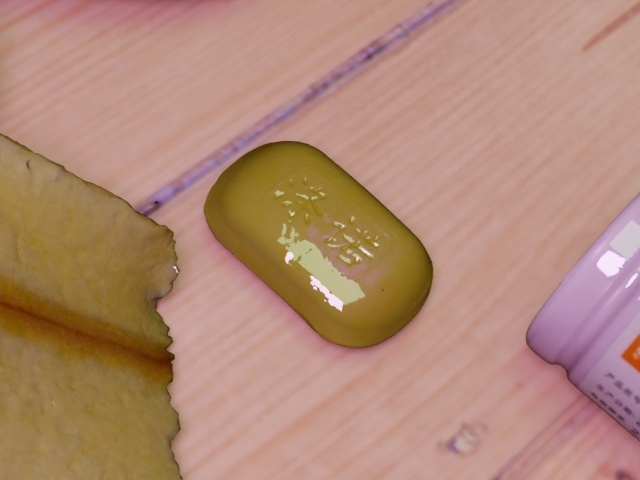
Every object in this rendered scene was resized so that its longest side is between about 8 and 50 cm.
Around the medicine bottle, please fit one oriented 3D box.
[{"bbox_3d":[0.245,0.087,0.894,0.250,0.133,0.133,42,61,11],"label":"medicine bottle"}]

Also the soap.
[{"bbox_3d":[0.000,-0.001,0.938,0.140,0.045,0.089,42,64,12],"label":"soap"}]

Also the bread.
[{"bbox_3d":[-0.226,0.019,0.765,0.362,0.245,0.233,7,68,-9],"label":"bread"}]
